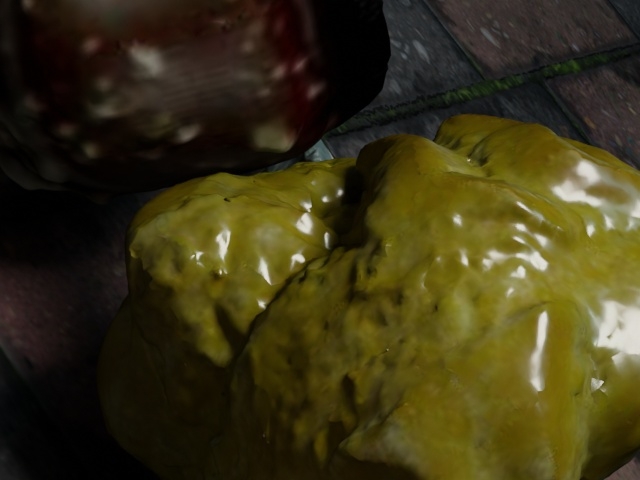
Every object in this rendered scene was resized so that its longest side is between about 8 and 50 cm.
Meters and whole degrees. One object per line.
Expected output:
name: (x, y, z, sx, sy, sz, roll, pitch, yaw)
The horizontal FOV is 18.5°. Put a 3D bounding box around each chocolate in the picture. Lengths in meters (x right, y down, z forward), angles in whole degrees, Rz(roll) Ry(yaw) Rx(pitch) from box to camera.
chocolate: (-0.127, -0.132, 1.114, 0.340, 0.210, 0.225, 32, -33, 60)

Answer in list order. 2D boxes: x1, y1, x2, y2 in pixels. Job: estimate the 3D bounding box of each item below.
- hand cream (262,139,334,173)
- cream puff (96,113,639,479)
hand cream: (-0.001, 0.000, 1.354, 0.052, 0.075, 0.248, 21, 35, -35)
cream puff: (0.044, 0.042, 0.984, 0.270, 0.274, 0.323, 45, 22, 6)
